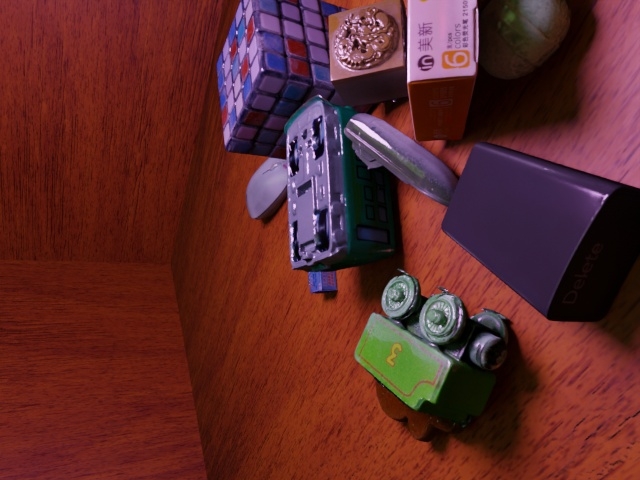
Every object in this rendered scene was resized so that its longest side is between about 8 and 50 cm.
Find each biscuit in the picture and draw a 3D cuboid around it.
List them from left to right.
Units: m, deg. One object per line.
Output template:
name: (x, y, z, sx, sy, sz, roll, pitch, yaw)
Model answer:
biscuit: (0.178, 0.266, 0.819, 0.236, 0.039, 0.180, -12, 68, 61)

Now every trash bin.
trash bin: (0.280, -0.026, 0.592, 0.225, 0.115, 0.165, 49, 128, 54)

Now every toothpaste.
toothpaste: (0.000, 0.000, 1.170, 0.066, 0.053, 0.272, -23, 66, 54)

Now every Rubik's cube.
Rubik's cube: (-0.073, -0.390, 1.096, 0.287, 0.292, 0.293, -43, 49, 53)

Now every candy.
candy: (0.356, -0.383, 0.526, 0.440, 0.119, 0.119, -49, 45, 38)

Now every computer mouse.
computer mouse: (-0.179, -0.182, 1.473, 0.288, 0.097, 0.159, -48, 44, 50)

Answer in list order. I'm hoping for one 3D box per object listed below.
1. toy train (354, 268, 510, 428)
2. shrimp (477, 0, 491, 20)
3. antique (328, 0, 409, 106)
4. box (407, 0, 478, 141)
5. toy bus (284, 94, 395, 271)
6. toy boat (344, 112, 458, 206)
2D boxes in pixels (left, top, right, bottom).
toy train: (0.170, 0.165, 0.709, 0.243, 0.132, 0.188, 23, 90, 62)
shrimp: (0.305, -0.460, 0.656, 0.287, 0.063, 0.152, 131, 146, -50)
antique: (0.102, -0.362, 0.871, 0.152, 0.148, 0.147, -6, 79, 19)
box: (0.178, -0.290, 0.677, 0.274, 0.091, 0.221, 9, -99, -76)
toy bus: (0.043, -0.105, 0.943, 0.183, 0.199, 0.344, -21, 69, 56)
toy boat: (0.150, -0.138, 0.813, 0.260, 0.078, 0.085, 41, 134, 23)
